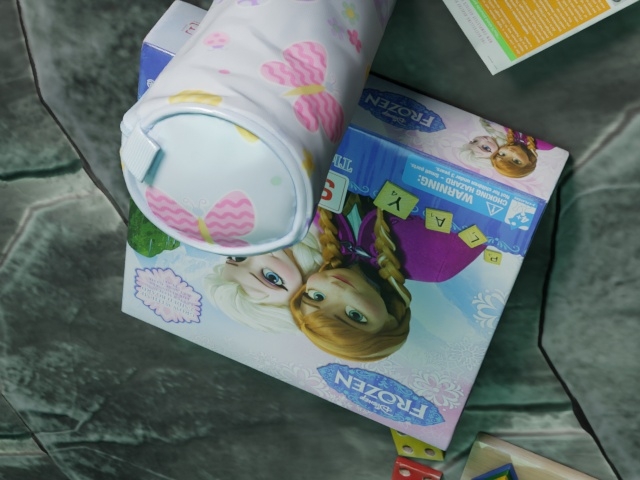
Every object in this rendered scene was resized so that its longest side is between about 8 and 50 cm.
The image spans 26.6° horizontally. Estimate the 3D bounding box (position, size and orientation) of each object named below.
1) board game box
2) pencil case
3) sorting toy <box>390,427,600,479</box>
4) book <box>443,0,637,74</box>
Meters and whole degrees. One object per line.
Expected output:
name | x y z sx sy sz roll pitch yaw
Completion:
board game box | 0.000 0.000 1.090 0.319 0.066 0.318 22 138 9
pencil case | -0.031 -0.114 0.849 0.124 0.273 0.113 38 132 -19
sorting toy | 0.179 0.250 1.248 0.275 0.046 0.132 22 137 10
book | 0.143 -0.178 0.864 0.144 0.035 0.096 -23 113 42
